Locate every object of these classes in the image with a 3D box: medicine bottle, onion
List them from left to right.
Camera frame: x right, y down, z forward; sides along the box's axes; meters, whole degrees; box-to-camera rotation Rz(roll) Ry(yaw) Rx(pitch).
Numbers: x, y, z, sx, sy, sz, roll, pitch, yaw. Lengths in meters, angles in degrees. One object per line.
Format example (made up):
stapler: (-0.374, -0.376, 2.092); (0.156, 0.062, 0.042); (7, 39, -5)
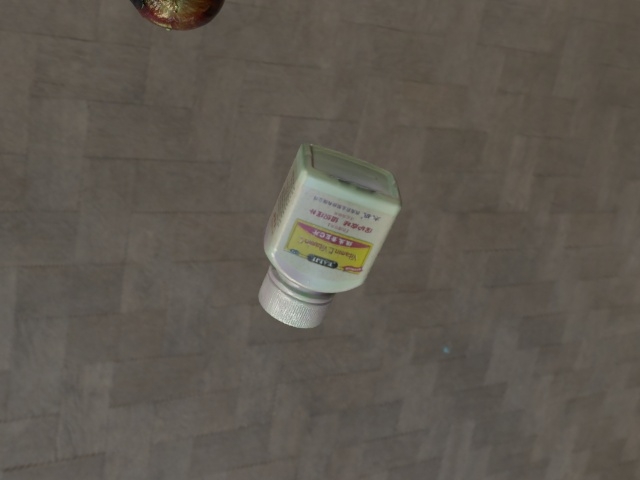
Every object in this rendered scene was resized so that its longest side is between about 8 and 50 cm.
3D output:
onion: (-0.164, -0.305, 1.051); (0.118, 0.119, 0.117); (-8, 143, -35)
medicine bottle: (0.000, 0.000, 0.619); (0.074, 0.055, 0.118); (19, 117, -14)
